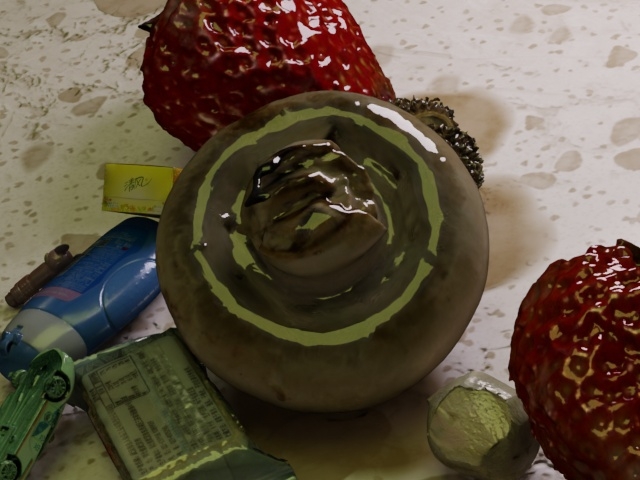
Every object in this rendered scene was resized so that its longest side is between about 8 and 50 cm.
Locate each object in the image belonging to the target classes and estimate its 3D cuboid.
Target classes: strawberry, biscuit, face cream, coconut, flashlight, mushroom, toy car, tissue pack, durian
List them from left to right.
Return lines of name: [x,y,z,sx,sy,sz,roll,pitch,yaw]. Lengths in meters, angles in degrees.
toy car: [-0.319,0.204,1.908,0.093,0.058,0.186,1,57,52]
flashlight: [-0.343,0.042,2.153,0.110,0.052,0.031,-38,54,11]
face cream: [-0.278,0.076,2.069,0.149,0.083,0.264,2,37,45]
biscuit: [-0.163,0.196,1.888,0.186,0.079,0.309,-24,36,-15]
tissue pack: [-0.185,-0.057,2.155,0.095,0.062,0.176,5,-2,23]
strawberry: [-0.075,-0.247,2.276,0.310,0.292,0.292,-3,37,26]
mushroom: [0.000,0.000,1.877,0.362,0.294,0.362,-2,66,5]
durian: [0.098,-0.097,2.107,0.196,0.167,0.196,17,7,-2]
coconut: [0.157,0.186,1.777,0.124,0.110,0.110,21,48,31]
strawberry: [0.327,0.172,1.632,0.312,0.267,0.351,6,48,-25]
